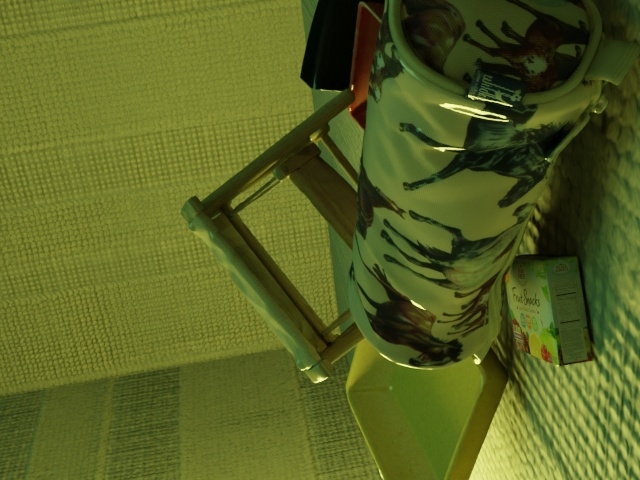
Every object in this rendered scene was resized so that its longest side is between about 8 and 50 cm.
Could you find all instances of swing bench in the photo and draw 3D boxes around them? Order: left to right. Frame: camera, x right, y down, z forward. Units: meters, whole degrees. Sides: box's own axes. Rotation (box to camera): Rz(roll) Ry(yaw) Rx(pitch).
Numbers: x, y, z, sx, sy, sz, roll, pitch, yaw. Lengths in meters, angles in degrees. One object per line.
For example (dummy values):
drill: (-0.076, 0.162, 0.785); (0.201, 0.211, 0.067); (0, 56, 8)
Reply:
swing bench: (0.000, 0.000, 1.078); (0.253, 0.254, 0.165); (52, 164, 1)

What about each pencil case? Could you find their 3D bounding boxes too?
pencil case: (0.122, -0.042, 0.777); (0.183, 0.160, 0.410); (37, 149, 22)

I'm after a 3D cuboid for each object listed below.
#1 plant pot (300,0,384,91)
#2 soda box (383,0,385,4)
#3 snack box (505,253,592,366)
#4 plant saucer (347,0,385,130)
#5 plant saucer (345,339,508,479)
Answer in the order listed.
plant pot: (0.079, -0.291, 1.201); (0.187, 0.188, 0.167); (-111, 26, -73)
soda box: (0.112, -0.351, 0.994); (0.263, 0.083, 0.092); (79, 177, -51)
snack box: (0.222, 0.065, 0.871); (0.141, 0.037, 0.100); (168, 94, -86)
plant saucer: (0.134, -0.121, 0.973); (0.259, 0.047, 0.258); (50, 168, 13)
plant saucer: (0.152, 0.205, 1.256); (0.333, 0.080, 0.333); (-117, 33, -51)
